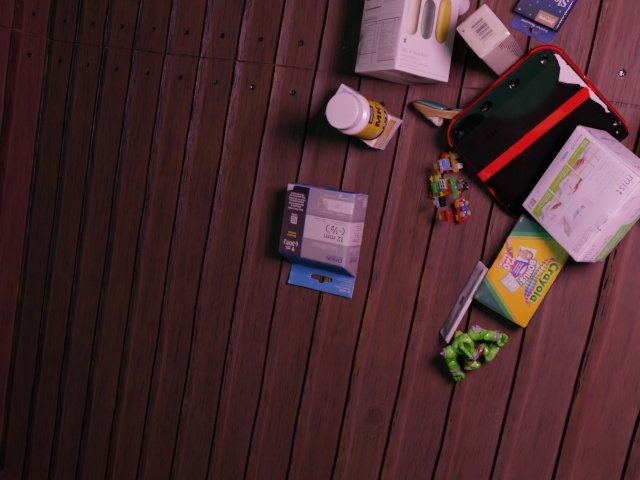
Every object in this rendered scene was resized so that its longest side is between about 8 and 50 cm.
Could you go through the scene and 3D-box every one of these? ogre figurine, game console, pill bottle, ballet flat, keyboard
[{"bbox_3d":[0.439,0.317,1.817,0.197,0.096,0.118,-33,117,33],"label":"ogre figurine"},{"bbox_3d":[0.582,-0.302,1.724,0.386,0.060,0.342,-41,91,24],"label":"game console"},{"bbox_3d":[0.106,-0.357,1.794,0.119,0.208,0.119,1,93,27],"label":"pill bottle"},{"bbox_3d":[0.377,-0.364,1.846,0.232,0.080,0.073,17,111,27],"label":"ballet flat"},{"bbox_3d":[0.424,0.183,1.854,0.014,0.072,0.256,23,105,-9],"label":"keyboard"}]

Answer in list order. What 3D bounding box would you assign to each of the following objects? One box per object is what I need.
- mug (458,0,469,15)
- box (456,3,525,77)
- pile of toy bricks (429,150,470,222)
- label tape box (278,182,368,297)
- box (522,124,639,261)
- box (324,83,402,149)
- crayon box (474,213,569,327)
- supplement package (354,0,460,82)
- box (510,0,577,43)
[{"bbox_3d":[0.393,-0.704,1.826,0.062,0.064,0.078,-33,77,26],"label":"mug"},{"bbox_3d":[0.465,-0.528,1.677,0.094,0.275,0.113,-40,76,23],"label":"box"},{"bbox_3d":[0.365,-0.152,1.857,0.105,0.118,0.212,-1,103,60],"label":"pile of toy bricks"},{"bbox_3d":[0.000,0.000,2.041,0.249,0.115,0.347,12,96,27],"label":"label tape box"},{"bbox_3d":[0.685,-0.116,1.584,0.231,0.127,0.261,58,135,40],"label":"box"},{"bbox_3d":[0.134,-0.385,1.955,0.203,0.103,0.114,38,109,21],"label":"box"},{"bbox_3d":[0.577,0.085,1.757,0.165,0.081,0.278,32,106,23],"label":"crayon box"},{"bbox_3d":[0.250,-0.600,1.794,0.198,0.199,0.262,18,102,57],"label":"supplement package"},{"bbox_3d":[0.634,-0.672,1.718,0.136,0.036,0.225,35,109,22],"label":"box"}]
